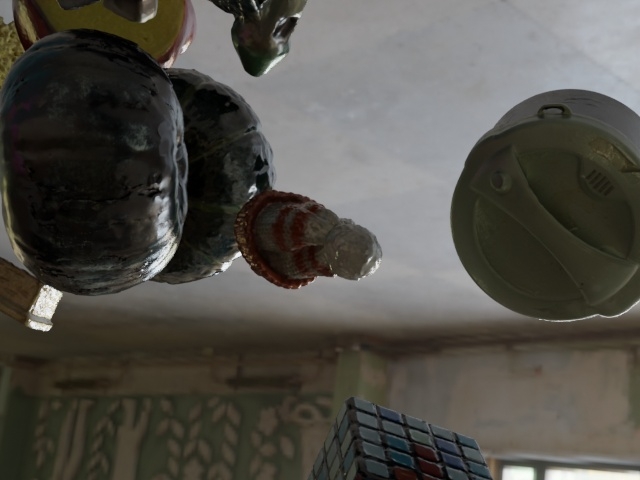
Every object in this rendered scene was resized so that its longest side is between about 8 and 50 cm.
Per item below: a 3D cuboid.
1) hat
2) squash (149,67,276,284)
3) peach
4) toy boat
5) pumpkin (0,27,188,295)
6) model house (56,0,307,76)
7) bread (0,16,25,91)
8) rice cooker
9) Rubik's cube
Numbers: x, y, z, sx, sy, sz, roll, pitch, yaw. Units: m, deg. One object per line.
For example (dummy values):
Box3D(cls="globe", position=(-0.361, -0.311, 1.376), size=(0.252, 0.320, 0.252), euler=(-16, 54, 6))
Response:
Box3D(cls="hat", position=(0.000, 0.000, 1.012), size=(0.112, 0.094, 0.162), euler=(11, 173, -35))
Box3D(cls="squash", position=(-0.174, -0.076, 1.263), size=(0.252, 0.252, 0.165), euler=(3, -166, 14))
Box3D(cls="peach", position=(-0.335, -0.328, 1.586), size=(0.245, 0.249, 0.275), euler=(-33, 104, 36))
Box3D(cls="toy boat", position=(-0.430, 0.047, 1.416), size=(0.188, 0.061, 0.116), euler=(29, 173, 7))
Box3D(cls="pumpkin", position=(-0.200, -0.069, 0.952), size=(0.162, 0.233, 0.233), euler=(-3, 165, -5))
Box3D(cls="model house", position=(-0.140, -0.329, 1.160), size=(0.298, 0.243, 0.284), euler=(34, 132, 9))
Box3D(cls="bread", position=(-0.507, -0.229, 1.703), size=(0.143, 0.229, 0.139), euler=(13, 143, -33))
Box3D(cls="rice cooker", position=(0.322, -0.047, 1.441), size=(0.288, 0.289, 0.277), euler=(2, -160, 18))
Box3D(cls="Rubik's cube", position=(0.085, 0.319, 1.246), size=(0.182, 0.184, 0.187), euler=(21, -164, -10))
